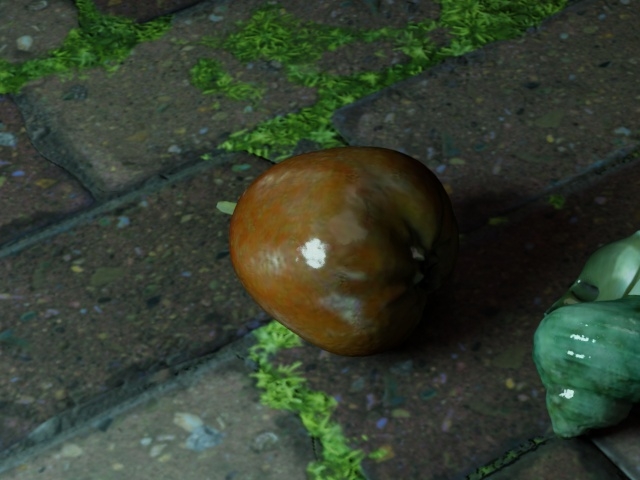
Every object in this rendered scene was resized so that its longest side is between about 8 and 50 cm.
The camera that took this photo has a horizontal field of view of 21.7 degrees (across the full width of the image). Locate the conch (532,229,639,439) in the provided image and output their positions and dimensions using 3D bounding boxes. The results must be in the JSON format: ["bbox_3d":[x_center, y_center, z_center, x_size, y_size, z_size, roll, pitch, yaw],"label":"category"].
[{"bbox_3d":[0.260,0.084,1.463,0.188,0.122,0.176,-34,30,-31],"label":"conch"}]

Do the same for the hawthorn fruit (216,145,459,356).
[{"bbox_3d":[0.000,0.000,1.534,0.251,0.199,0.199,14,44,35],"label":"hawthorn fruit"}]
